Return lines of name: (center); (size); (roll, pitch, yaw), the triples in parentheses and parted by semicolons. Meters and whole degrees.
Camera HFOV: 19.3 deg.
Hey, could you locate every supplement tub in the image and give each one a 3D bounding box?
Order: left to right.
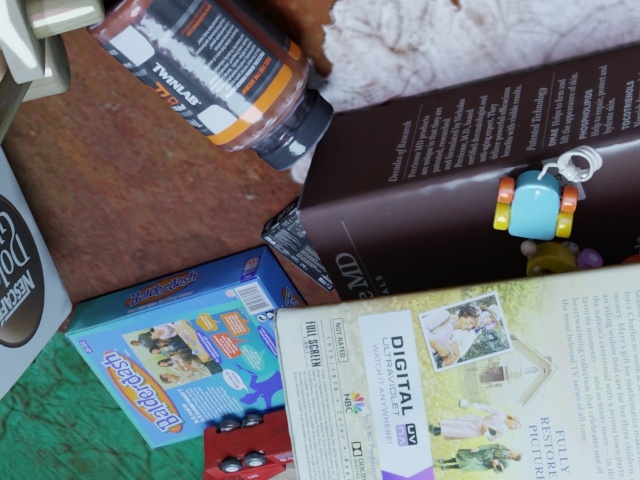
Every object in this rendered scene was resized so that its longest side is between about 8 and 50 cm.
supplement tub: (-0.082, -0.142, 1.489); (0.198, 0.106, 0.106); (41, 126, -19)

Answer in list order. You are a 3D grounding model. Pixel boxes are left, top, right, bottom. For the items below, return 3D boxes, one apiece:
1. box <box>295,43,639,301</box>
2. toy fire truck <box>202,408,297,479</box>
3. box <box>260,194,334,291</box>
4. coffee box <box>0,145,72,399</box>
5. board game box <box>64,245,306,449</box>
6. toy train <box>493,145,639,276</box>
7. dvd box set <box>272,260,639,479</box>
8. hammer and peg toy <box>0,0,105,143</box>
box: (0.195, -0.029, 1.495); (0.381, 0.143, 0.191); (-12, 125, 24)
toy fire truck: (-0.042, 0.207, 1.773); (0.192, 0.047, 0.135); (-15, 151, 20)
box: (0.000, 0.000, 1.643); (0.083, 0.018, 0.067); (38, 127, -17)
coffee box: (-0.459, 0.026, 1.527); (0.338, 0.337, 0.334); (-13, 111, 22)
board game box: (-0.104, 0.102, 1.733); (0.210, 0.047, 0.160); (-17, 124, 24)
toy train: (0.202, -0.009, 1.395); (0.125, 0.046, 0.166); (-25, 121, 28)
dvd box set: (0.183, 0.172, 1.372); (0.420, 0.062, 0.308); (-9, 90, 25)
hammer and peg toy: (-0.228, -0.230, 1.353); (0.127, 0.266, 0.361); (-15, 125, 2)
